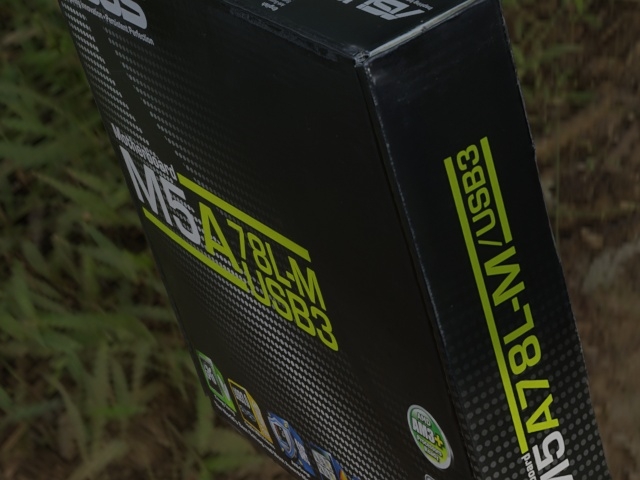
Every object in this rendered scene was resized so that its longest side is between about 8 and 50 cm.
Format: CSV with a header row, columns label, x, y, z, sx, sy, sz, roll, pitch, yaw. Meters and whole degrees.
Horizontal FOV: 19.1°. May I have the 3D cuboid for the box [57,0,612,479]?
label,x,y,z,sx,sy,sz,roll,pitch,yaw
box,0.000,0.000,0.525,0.045,0.184,0.190,-31,33,-19
